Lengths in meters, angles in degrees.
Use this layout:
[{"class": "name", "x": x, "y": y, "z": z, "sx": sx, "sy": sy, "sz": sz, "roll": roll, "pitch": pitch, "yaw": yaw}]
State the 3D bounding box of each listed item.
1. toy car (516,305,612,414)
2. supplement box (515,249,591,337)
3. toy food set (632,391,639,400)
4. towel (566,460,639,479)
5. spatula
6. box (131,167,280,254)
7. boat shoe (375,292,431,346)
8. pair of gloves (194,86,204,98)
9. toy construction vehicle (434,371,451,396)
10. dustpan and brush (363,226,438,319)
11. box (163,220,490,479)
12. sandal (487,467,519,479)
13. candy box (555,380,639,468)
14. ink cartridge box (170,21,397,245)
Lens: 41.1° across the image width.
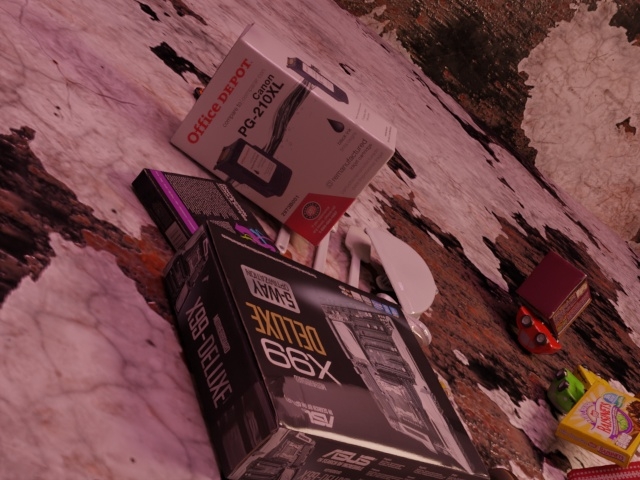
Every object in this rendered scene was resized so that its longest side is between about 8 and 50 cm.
[{"class": "toy car", "x": 0.411, "y": 0.235, "z": 1.446, "sx": 0.239, "sy": 0.053, "sz": 0.225, "roll": 43, "pitch": 21, "yaw": -2}, {"class": "supplement box", "x": 0.437, "y": 0.103, "z": 1.591, "sx": 0.081, "sy": 0.104, "sz": 0.188, "roll": 41, "pitch": 0, "yaw": 26}, {"class": "toy food set", "x": 0.690, "y": 0.360, "z": 1.655, "sx": 0.232, "sy": 0.104, "sz": 0.111, "roll": 42, "pitch": 20, "yaw": -6}, {"class": "towel", "x": 0.441, "y": 0.380, "z": 1.079, "sx": 0.275, "sy": 0.198, "sz": 0.031, "roll": -89, "pitch": 170, "yaw": -63}, {"class": "spatula", "x": 0.000, "y": 0.000, "z": 1.179, "sx": 0.168, "sy": 0.019, "sz": 0.242, "roll": 41, "pitch": 24, "yaw": -13}, {"class": "box", "x": -0.126, "y": -0.023, "z": 0.965, "sx": 0.116, "sy": 0.029, "sz": 0.162, "roll": 54, "pitch": 24, "yaw": 21}, {"class": "boat shoe", "x": 0.106, "y": 0.114, "z": 1.139, "sx": 0.100, "sy": 0.035, "sz": 0.035, "roll": 43, "pitch": 47, "yaw": -14}, {"class": "pair of gloves", "x": -0.152, "y": -0.197, "z": 1.275, "sx": 0.083, "sy": 0.010, "sz": 0.074, "roll": 22, "pitch": 28, "yaw": -51}, {"class": "toy construction vehicle", "x": 0.118, "y": 0.166, "z": 1.063, "sx": 0.098, "sy": 0.035, "sz": 0.086, "roll": 51, "pitch": 10, "yaw": 11}, {"class": "dustpan and brush", "x": 0.136, "y": 0.061, "z": 1.274, "sx": 0.211, "sy": 0.060, "sz": 0.147, "roll": 6, "pitch": 53, "yaw": -50}, {"class": "box", "x": 0.007, "y": 0.133, "z": 0.843, "sx": 0.307, "sy": 0.076, "sz": 0.242, "roll": 26, "pitch": 28, "yaw": -41}, {"class": "sandal", "x": 0.184, "y": 0.310, "z": 0.834, "sx": 0.060, "sy": 0.090, "sz": 0.219, "roll": 17, "pitch": 31, "yaw": -20}, {"class": "candy box", "x": 0.430, "y": 0.269, "z": 1.272, "sx": 0.105, "sy": 0.027, "sz": 0.206, "roll": 20, "pitch": 19, "yaw": 27}, {"class": "ink cartridge box", "x": -0.046, "y": -0.136, "z": 1.099, "sx": 0.237, "sy": 0.172, "sz": 0.100, "roll": 35, "pitch": 25, "yaw": -9}]
